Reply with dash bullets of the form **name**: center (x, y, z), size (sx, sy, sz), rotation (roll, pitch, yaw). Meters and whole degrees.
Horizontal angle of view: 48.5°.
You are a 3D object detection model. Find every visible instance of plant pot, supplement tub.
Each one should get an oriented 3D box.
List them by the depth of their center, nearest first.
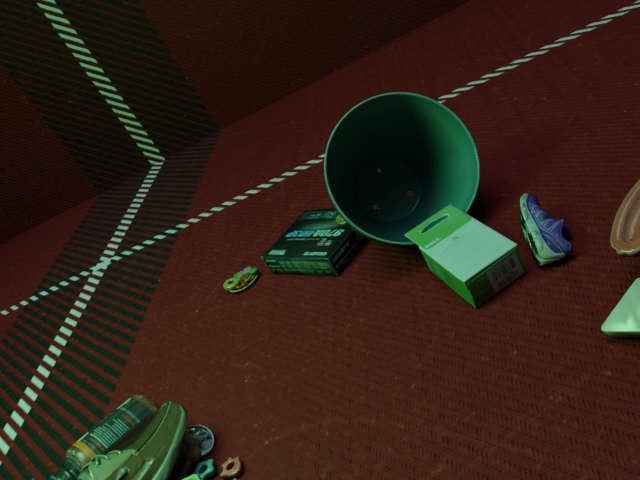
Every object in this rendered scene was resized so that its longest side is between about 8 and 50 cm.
- **supplement tub**: center (-0.357, 0.361, 1.212), size (0.106, 0.106, 0.198), rotation (-1, 29, 47)
- **plant pot**: center (0.146, -0.121, 1.405), size (0.290, 0.290, 0.195), rotation (-36, -5, -8)

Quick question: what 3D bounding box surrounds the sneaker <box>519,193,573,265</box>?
- **sneaker**: center (0.376, -0.019, 1.184), size (0.071, 0.068, 0.170), rotation (-12, 37, 6)

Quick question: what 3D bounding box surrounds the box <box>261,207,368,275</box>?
- **box**: center (0.000, 0.000, 1.555), size (0.220, 0.051, 0.175), rotation (0, 40, 47)

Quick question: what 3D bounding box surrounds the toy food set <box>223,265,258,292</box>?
- **toy food set**: center (-0.179, 0.089, 1.630), size (0.083, 0.020, 0.082), rotation (2, 41, 50)

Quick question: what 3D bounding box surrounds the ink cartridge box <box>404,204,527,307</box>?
- **ink cartridge box**: center (0.244, 0.021, 1.219), size (0.109, 0.062, 0.209), rotation (-34, 30, -6)

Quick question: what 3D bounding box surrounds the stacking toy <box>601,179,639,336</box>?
- **stacking toy**: center (0.532, 0.038, 0.899), size (0.309, 0.130, 0.279), rotation (7, 72, 57)

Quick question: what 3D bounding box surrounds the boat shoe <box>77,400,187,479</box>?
- **boat shoe**: center (-0.314, 0.377, 1.097), size (0.123, 0.116, 0.324), rotation (-48, 11, 47)

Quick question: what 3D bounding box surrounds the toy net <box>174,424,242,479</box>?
- **toy net**: center (-0.194, 0.353, 1.145), size (0.122, 0.045, 0.232), rotation (-33, 25, -1)
